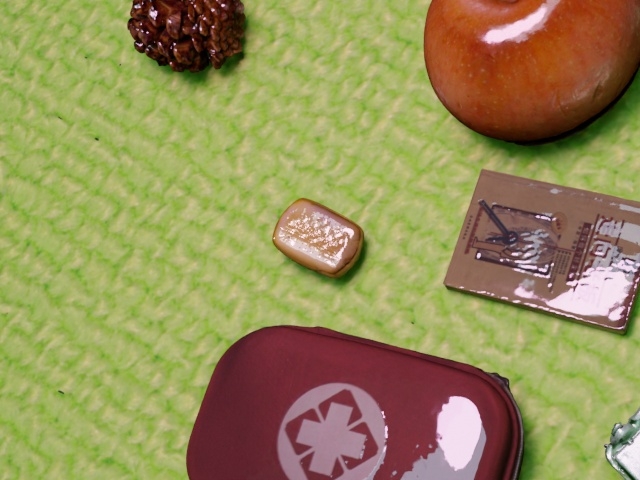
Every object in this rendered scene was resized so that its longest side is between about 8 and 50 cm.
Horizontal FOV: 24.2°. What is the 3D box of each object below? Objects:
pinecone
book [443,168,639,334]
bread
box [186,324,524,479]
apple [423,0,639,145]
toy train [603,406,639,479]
[{"bbox_3d":[-0.182,-0.299,2.010,0.173,0.173,0.174,-8,67,19],"label":"pinecone"},{"bbox_3d":[0.274,0.011,1.779,0.230,0.026,0.161,14,75,25],"label":"book"},{"bbox_3d":[0.000,0.000,1.874,0.115,0.056,0.082,23,78,20],"label":"bread"},{"bbox_3d":[0.034,0.242,1.737,0.404,0.108,0.263,11,74,25],"label":"box"},{"bbox_3d":[0.254,-0.253,1.790,0.271,0.206,0.252,-18,61,16],"label":"apple"},{"bbox_3d":[0.386,0.207,1.634,0.149,0.081,0.099,-49,61,4],"label":"toy train"}]
